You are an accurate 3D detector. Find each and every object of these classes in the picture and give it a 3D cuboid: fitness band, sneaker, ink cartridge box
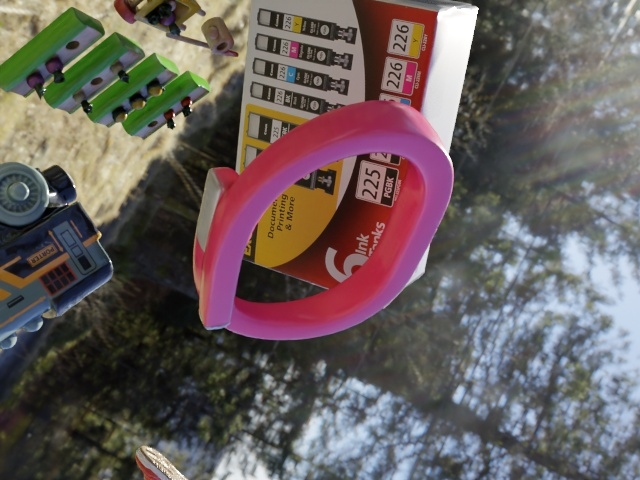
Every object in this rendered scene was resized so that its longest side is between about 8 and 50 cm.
[{"bbox_3d":[0.000,0.000,0.656,0.290,0.209,0.054,109,-33,-49],"label":"fitness band"},{"bbox_3d":[-0.182,0.281,0.843,0.067,0.118,0.042,-37,-150,-3],"label":"sneaker"},{"bbox_3d":[-0.003,-0.121,0.843,0.130,0.272,0.309,-31,133,-57],"label":"ink cartridge box"}]

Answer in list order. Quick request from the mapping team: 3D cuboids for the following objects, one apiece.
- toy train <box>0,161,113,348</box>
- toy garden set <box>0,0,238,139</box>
[{"bbox_3d":[-0.408,0.043,0.894,0.334,0.190,0.142,-39,-167,-33],"label":"toy train"},{"bbox_3d":[-0.178,-0.182,0.809,0.204,0.049,0.244,-32,164,17],"label":"toy garden set"}]
